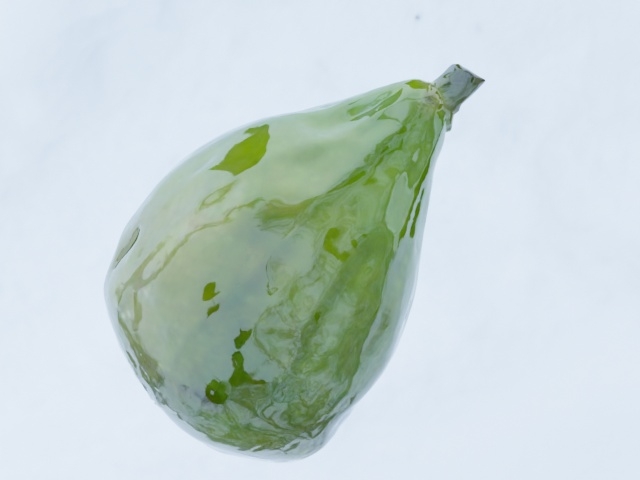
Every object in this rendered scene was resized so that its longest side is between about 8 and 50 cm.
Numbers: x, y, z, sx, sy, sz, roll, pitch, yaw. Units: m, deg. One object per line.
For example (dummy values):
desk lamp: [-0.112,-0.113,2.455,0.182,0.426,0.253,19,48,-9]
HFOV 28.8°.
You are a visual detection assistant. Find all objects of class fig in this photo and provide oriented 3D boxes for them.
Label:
fig: [-0.025,0.004,0.927,0.233,0.314,0.233,27,171,5]
